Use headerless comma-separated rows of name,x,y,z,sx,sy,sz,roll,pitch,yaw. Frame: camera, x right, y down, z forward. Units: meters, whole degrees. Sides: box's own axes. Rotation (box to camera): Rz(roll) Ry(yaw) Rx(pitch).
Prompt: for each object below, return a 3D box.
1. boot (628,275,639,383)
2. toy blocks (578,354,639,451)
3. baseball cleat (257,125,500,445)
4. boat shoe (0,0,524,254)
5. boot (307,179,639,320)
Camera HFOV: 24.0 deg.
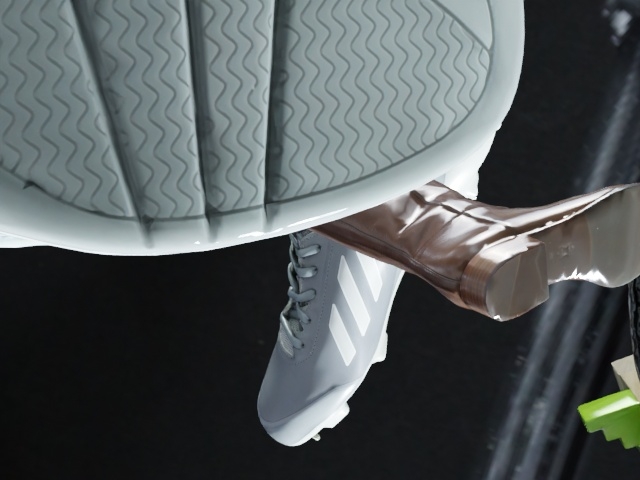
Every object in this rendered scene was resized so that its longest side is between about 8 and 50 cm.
boot,0.306,-0.002,1.088,0.091,0.229,0.263,-6,-101,46
toy blocks,0.353,0.238,1.255,0.190,0.381,0.261,-20,-82,4
baseball cleat,0.000,0.000,0.720,0.206,0.109,0.072,-61,-152,12
boat shoe,-0.108,-0.053,0.359,0.103,0.320,0.118,-159,-117,-72
boot,0.055,-0.013,0.545,0.114,0.106,0.037,24,-59,47
